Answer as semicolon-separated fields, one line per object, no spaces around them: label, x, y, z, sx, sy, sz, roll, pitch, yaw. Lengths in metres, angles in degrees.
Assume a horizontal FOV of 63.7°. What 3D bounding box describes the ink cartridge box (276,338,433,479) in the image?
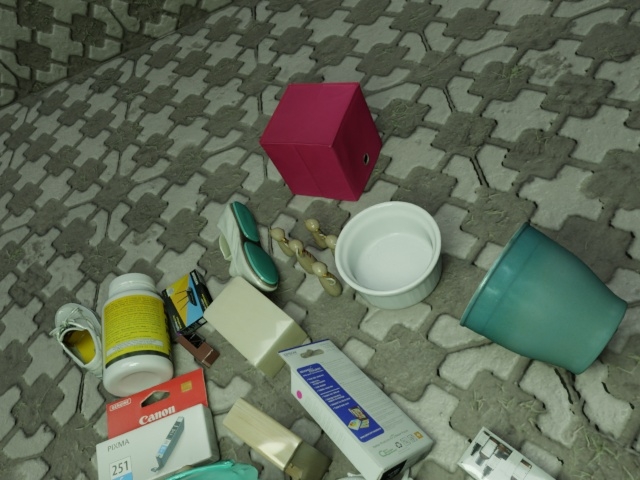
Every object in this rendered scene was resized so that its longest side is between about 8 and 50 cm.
ink cartridge box;0.064;0.372;1.175;0.371;0.175;0.069;41;121;37

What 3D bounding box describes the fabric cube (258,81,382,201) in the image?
fabric cube;0.011;-0.308;1.603;0.259;0.258;0.254;9;62;29

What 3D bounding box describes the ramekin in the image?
ramekin;0.188;0.047;1.358;0.277;0.135;0.277;-11;54;16

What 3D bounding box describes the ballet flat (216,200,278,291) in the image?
ballet flat;-0.235;0.041;1.579;0.139;0.139;0.400;-31;47;2

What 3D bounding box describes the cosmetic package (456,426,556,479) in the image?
cosmetic package;0.399;0.487;1.015;0.239;0.060;0.099;31;75;37

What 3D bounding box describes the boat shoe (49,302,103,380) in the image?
boat shoe;-0.773;0.293;1.616;0.136;0.156;0.367;-45;52;-10

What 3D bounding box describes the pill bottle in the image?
pill bottle;-0.541;0.267;1.509;0.187;0.188;0.334;-26;52;6

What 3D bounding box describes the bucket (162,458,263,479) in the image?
bucket;-0.217;0.550;0.917;0.281;0.183;0.281;-7;74;27

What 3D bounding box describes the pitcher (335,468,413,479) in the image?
pitcher;0.102;0.530;1.066;0.207;0.126;0.178;0;36;-10

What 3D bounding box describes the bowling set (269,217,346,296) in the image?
bowling set;0.000;0.000;1.465;0.200;0.154;0.287;-47;52;-10

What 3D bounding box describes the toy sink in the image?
toy sink;-0.177;0.234;1.404;0.234;0.131;0.153;33;75;32

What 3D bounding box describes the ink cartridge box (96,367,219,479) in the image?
ink cartridge box;-0.431;0.490;1.338;0.296;0.066;0.261;-22;56;0

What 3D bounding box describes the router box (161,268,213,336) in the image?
router box;-0.404;0.193;1.587;0.133;0.046;0.179;-35;51;-1

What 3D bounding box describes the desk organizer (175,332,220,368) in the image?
desk organizer;-0.354;0.309;1.486;0.130;0.047;0.050;28;70;36

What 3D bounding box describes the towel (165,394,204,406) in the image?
towel;-0.426;0.483;1.402;0.237;0.021;0.102;-40;49;-12

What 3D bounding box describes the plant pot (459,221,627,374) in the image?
plant pot;0.480;0.141;1.100;0.255;0.272;0.272;34;76;22

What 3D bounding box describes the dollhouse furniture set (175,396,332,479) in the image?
dollhouse furniture set;-0.170;0.575;1.076;0.362;0.256;0.394;23;68;31
